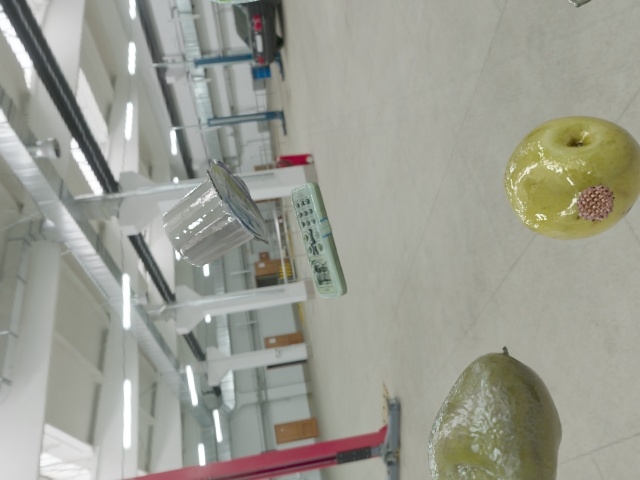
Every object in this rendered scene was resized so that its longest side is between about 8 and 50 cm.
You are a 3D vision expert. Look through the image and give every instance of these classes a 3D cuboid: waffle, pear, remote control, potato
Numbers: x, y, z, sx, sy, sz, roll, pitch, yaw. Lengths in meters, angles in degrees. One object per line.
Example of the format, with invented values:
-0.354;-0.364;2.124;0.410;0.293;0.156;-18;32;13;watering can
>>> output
0.598;-0.079;1.115;0.075;0.029;0.083;-2;77;50;waffle
0.678;-0.167;1.388;0.348;0.349;0.348;172;90;-83;pear
0.000;0.000;1.485;0.128;0.066;0.335;-14;92;57;remote control
0.256;0.281;0.754;0.159;0.174;0.251;63;-139;-78;potato

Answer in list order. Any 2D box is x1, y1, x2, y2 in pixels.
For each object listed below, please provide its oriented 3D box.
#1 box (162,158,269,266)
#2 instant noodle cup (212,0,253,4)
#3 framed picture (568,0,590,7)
-0.299;-0.068;1.403;0.262;0.206;0.291;53;-171;-29;box
-0.241;-0.817;1.298;0.294;0.294;0.307;165;120;-83;instant noodle cup
0.603;-0.584;1.159;0.109;0.149;0.011;59;172;31;framed picture
